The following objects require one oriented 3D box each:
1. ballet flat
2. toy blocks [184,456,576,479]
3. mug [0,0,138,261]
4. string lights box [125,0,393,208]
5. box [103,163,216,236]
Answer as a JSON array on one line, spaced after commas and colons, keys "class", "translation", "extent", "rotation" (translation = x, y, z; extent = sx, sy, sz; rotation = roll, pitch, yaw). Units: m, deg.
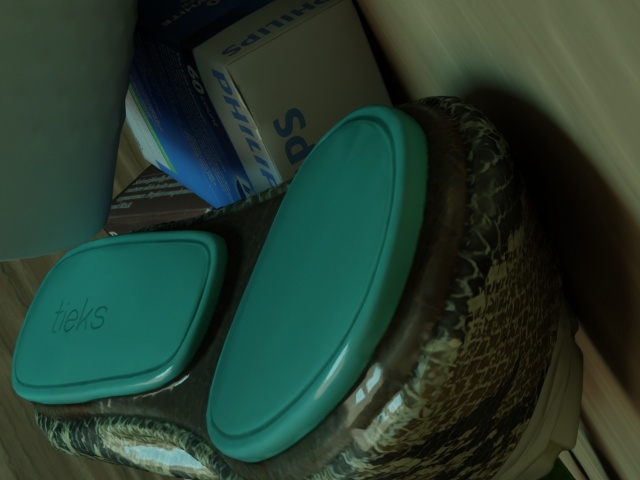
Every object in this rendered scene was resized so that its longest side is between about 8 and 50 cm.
[{"class": "ballet flat", "translation": [0.004, 0.050, 0.654], "extent": [0.182, 0.164, 0.483], "rotation": [25, 163, -20]}, {"class": "toy blocks", "translation": [0.060, 0.234, 0.870], "extent": [0.288, 0.260, 0.309], "rotation": [52, -178, -40]}, {"class": "mug", "translation": [-0.265, -0.187, 0.708], "extent": [0.276, 0.374, 0.328], "rotation": [-139, 56, -65]}, {"class": "string lights box", "translation": [-0.051, -0.084, 0.835], "extent": [0.259, 0.076, 0.133], "rotation": [33, 151, 57]}, {"class": "box", "translation": [0.003, 0.082, 1.252], "extent": [0.191, 0.143, 0.381], "rotation": [-4, 125, 55]}]
